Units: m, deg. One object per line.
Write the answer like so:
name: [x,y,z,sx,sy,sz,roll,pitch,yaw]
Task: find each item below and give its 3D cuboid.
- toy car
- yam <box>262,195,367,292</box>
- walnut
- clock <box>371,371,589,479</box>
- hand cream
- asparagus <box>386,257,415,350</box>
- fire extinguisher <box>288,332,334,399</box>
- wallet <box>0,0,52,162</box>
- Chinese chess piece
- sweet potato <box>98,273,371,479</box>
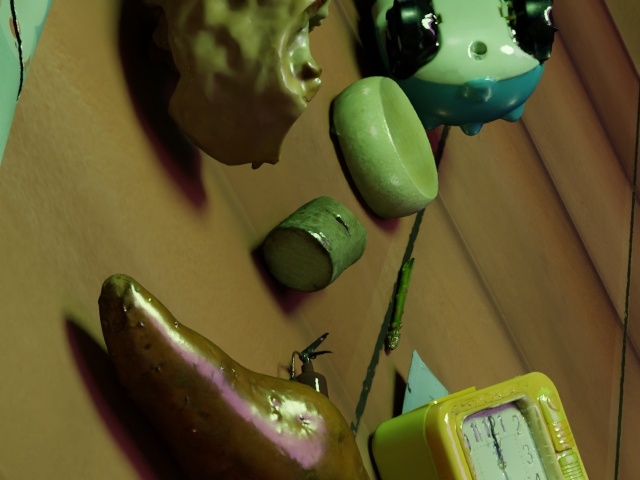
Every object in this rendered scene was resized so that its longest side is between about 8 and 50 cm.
toy car: [0.150,-0.223,1.953,0.190,0.188,0.255,90,-10,-47]
yam: [0.000,0.000,1.507,0.069,0.070,0.146,66,22,-5]
walnut: [-0.053,-0.193,1.402,0.141,0.204,0.238,31,30,-25]
clock: [0.146,0.201,1.579,0.202,0.096,0.143,-11,83,-53]
hand cream: [0.149,0.218,1.695,0.271,0.058,0.091,50,39,-33]
asparagus: [0.077,0.060,1.721,0.166,0.013,0.016,-73,179,-58]
fire extinguisher: [-0.009,0.152,1.396,0.049,0.035,0.173,8,55,-23]
wallet: [-0.232,-0.156,1.082,0.250,0.075,0.176,-86,154,-49]
Chinese chess piece: [0.064,-0.092,1.777,0.144,0.058,0.144,54,24,-38]
sweet potato: [-0.032,0.149,1.230,0.359,0.112,0.112,47,29,-44]
